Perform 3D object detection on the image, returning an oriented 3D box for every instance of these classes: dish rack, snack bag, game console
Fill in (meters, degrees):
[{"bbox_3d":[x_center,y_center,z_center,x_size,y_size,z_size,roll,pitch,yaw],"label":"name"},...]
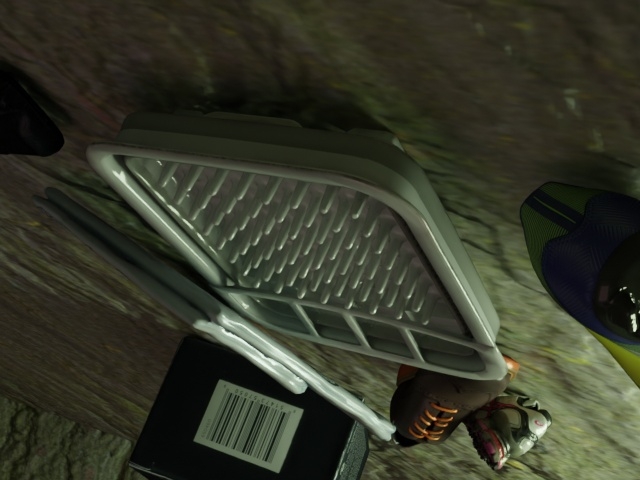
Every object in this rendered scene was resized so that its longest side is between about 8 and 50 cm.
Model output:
[{"bbox_3d":[0.000,0.000,0.757,0.285,0.072,0.333,11,156,30],"label":"dish rack"},{"bbox_3d":[-0.110,0.083,0.980,0.323,0.037,0.342,28,171,41],"label":"snack bag"},{"bbox_3d":[-0.378,-0.118,0.893,0.361,0.044,0.213,8,156,35],"label":"game console"}]

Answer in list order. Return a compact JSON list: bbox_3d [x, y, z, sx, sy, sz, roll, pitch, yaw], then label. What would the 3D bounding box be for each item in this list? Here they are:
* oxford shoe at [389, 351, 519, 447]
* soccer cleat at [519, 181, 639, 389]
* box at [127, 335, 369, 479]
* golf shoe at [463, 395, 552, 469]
[{"bbox_3d":[0.136,0.171,0.995,0.097,0.098,0.271,23,159,0],"label":"oxford shoe"},{"bbox_3d":[0.227,0.045,0.655,0.121,0.093,0.289,45,-177,42],"label":"soccer cleat"},{"bbox_3d":[-0.093,0.346,1.496,0.293,0.212,0.395,17,159,12],"label":"box"},{"bbox_3d":[0.210,0.210,1.056,0.186,0.086,0.067,136,110,-88],"label":"golf shoe"}]
